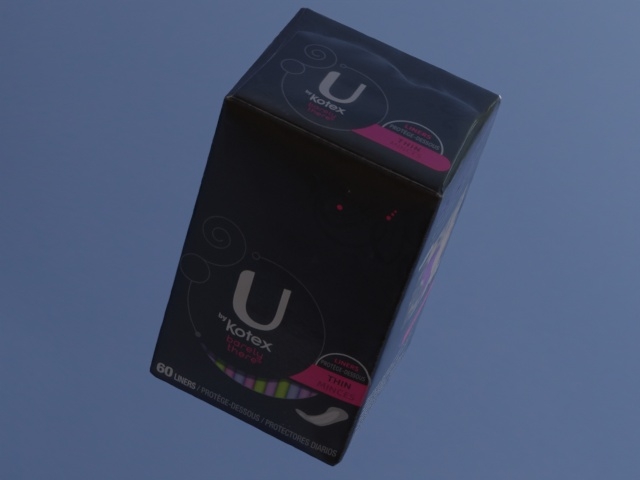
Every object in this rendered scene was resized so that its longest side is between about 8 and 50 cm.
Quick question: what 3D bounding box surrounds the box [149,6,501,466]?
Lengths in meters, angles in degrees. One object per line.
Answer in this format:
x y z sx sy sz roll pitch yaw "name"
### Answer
0.000 0.000 1.415 0.165 0.143 0.270 25 -51 9 "box"
